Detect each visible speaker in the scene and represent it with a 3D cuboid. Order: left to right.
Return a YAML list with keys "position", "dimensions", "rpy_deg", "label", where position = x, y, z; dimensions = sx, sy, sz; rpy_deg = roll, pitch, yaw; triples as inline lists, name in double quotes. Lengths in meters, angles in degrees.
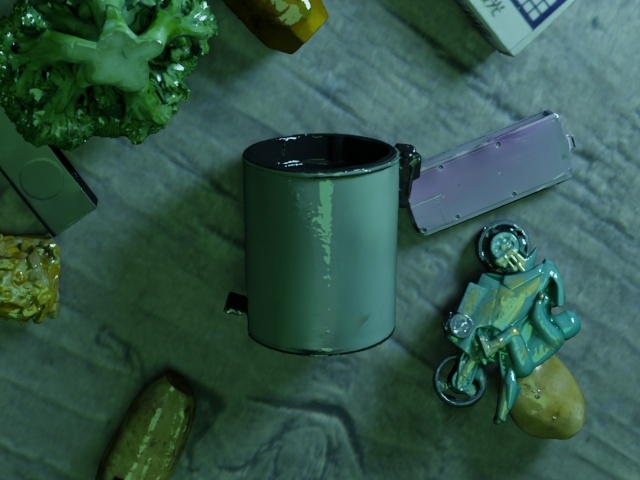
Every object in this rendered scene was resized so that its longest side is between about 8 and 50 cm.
- position: [-0.408, -0.113, 1.387]
  dimensions: [0.082, 0.044, 0.218]
  rpy_deg: [-33, 110, 3]
  label: "speaker"

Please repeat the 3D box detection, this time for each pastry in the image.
- position: [-0.492, 0.053, 1.400]
  dimensions: [0.249, 0.102, 0.154]
  rpy_deg: [6, 109, -13]
  label: "pastry"

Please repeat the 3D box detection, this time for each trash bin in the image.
- position: [0.000, 0.000, 1.399]
  dimensions: [0.277, 0.217, 0.263]
  rpy_deg: [-1, 109, -1]
  label: "trash bin"

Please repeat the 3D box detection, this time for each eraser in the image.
- position: [0.215, -0.397, 1.372]
  dimensions: [0.124, 0.081, 0.279]
  rpy_deg: [-42, 110, 6]
  label: "eraser"

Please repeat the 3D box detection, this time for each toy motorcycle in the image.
- position: [0.288, 0.130, 1.526]
  dimensions: [0.198, 0.109, 0.297]
  rpy_deg: [24, 87, 5]
  label: "toy motorcycle"

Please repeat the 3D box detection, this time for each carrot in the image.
- position: [-0.117, -0.377, 1.313]
  dimensions: [0.114, 0.114, 0.302]
  rpy_deg: [-45, 107, 7]
  label: "carrot"

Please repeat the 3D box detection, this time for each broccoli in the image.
- position: [-0.271, -0.238, 1.261]
  dimensions: [0.294, 0.245, 0.265]
  rpy_deg: [-22, 111, -5]
  label: "broccoli"

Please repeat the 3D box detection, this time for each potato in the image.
- position: [0.351, 0.246, 1.596]
  dimensions: [0.118, 0.109, 0.178]
  rpy_deg: [-30, 106, 25]
  label: "potato"

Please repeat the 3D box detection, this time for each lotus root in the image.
- position: [-0.267, 0.323, 1.533]
  dimensions: [0.110, 0.097, 0.258]
  rpy_deg: [25, 95, -23]
  label: "lotus root"

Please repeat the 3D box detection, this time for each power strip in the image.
- position: [0.249, -0.100, 1.500]
  dimensions: [0.278, 0.037, 0.109]
  rpy_deg: [-22, 111, -1]
  label: "power strip"
